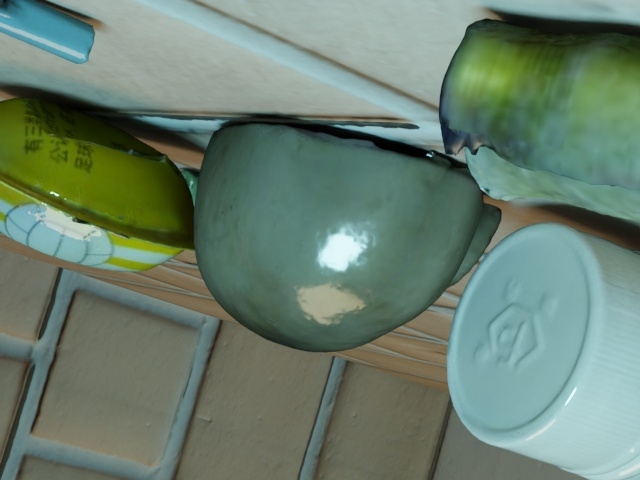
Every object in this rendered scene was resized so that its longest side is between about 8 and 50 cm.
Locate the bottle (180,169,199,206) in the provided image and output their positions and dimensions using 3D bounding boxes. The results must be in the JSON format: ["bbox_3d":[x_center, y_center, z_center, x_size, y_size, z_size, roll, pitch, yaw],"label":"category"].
[{"bbox_3d":[-0.064,-0.022,1.216,0.083,0.030,0.030,20,173,-39],"label":"bottle"}]

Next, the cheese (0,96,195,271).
[{"bbox_3d":[-0.107,-0.020,1.044,0.270,0.069,0.177,20,-170,-22],"label":"cheese"}]

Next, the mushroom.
[{"bbox_3d":[0.000,0.000,0.939,0.141,0.117,0.188,31,173,-22],"label":"mushroom"}]

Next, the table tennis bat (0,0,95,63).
[{"bbox_3d":[-0.166,-0.109,0.749,0.155,0.019,0.100,21,172,-25],"label":"table tennis bat"}]

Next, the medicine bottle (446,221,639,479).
[{"bbox_3d":[0.190,0.078,0.941,0.237,0.139,0.139,18,174,-30],"label":"medicine bottle"}]

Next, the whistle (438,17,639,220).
[{"bbox_3d":[0.179,-0.018,0.491,0.326,0.057,0.068,11,-176,37],"label":"whistle"}]
